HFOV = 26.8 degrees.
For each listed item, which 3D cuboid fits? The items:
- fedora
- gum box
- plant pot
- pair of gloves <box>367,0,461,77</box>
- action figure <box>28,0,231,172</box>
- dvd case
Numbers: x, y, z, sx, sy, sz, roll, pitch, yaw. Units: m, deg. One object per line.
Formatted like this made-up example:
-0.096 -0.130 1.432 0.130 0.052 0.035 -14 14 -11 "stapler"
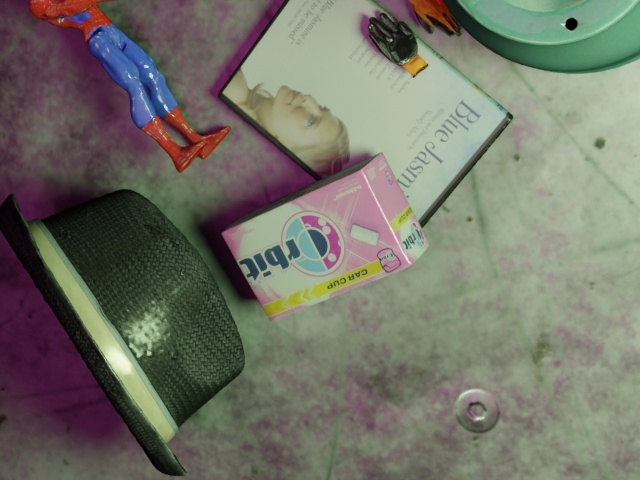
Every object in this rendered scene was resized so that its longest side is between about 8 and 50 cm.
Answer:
-0.184 0.069 1.370 0.152 0.334 0.334 -33 92 -10 "fedora"
0.000 0.000 1.357 0.188 0.062 0.107 -23 99 29 "gum box"
0.206 -0.266 1.150 0.272 0.255 0.271 4 104 16 "plant pot"
0.092 -0.207 1.309 0.074 0.010 0.083 44 82 4 "pair of gloves"
-0.189 -0.219 1.367 0.280 0.091 0.139 45 117 2 "action figure"
0.041 -0.135 1.352 0.253 0.022 0.180 40 110 4 "dvd case"
